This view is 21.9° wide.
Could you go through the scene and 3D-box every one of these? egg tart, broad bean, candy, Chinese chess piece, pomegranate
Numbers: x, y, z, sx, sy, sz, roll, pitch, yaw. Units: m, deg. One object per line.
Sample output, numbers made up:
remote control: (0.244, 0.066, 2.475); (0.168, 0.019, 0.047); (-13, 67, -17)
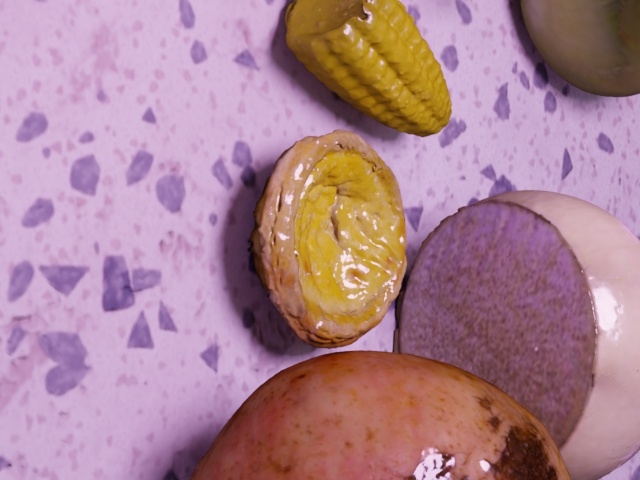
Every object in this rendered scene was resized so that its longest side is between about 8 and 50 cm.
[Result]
egg tart: (0.000, 0.000, 1.397); (0.191, 0.074, 0.191); (-1, 91, -50)
broad bean: (0.304, -0.288, 1.683); (0.238, 0.119, 0.291); (-17, 114, -28)
candy: (0.053, -0.153, 1.441); (0.094, 0.106, 0.199); (-56, 135, -9)
Chinese chess piece: (0.185, 0.090, 1.463); (0.112, 0.270, 0.270); (2, 89, -38)
pomegranate: (0.049, 0.232, 1.284); (0.322, 0.322, 0.322); (0, 90, -49)
